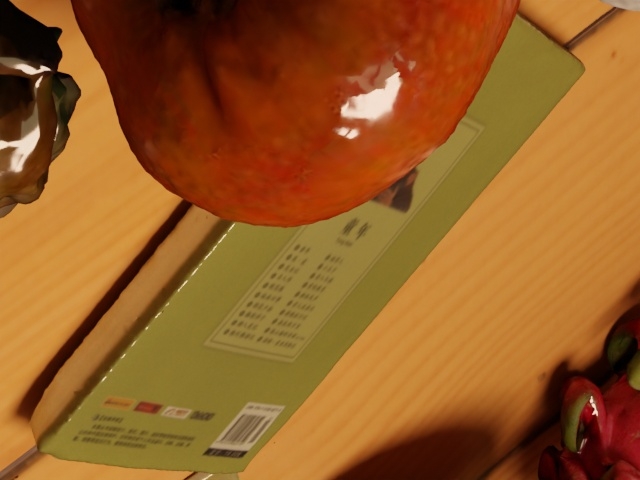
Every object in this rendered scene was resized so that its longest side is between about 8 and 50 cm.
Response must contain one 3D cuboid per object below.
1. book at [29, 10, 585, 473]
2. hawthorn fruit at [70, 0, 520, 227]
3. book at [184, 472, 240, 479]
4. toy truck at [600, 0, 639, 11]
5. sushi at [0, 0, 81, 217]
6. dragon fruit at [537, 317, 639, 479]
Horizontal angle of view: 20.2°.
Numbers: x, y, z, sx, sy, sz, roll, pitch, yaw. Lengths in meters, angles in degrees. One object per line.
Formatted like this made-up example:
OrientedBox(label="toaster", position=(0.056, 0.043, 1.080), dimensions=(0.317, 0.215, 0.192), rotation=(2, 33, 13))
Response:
OrientedBox(label="book", position=(0.000, 0.000, 1.060), dimensions=(0.352, 0.035, 0.239), rotation=(-51, 152, 11))
OrientedBox(label="hawthorn fruit", position=(0.008, -0.110, 0.775), dimensions=(0.225, 0.196, 0.196), rotation=(-12, 138, -57))
OrientedBox(label="book", position=(-0.116, 0.241, 1.247), dimensions=(0.168, 0.013, 0.192), rotation=(-35, 150, -17))
OrientedBox(label="toy truck", position=(0.028, -0.234, 0.441), dimensions=(0.207, 0.387, 0.173), rotation=(-47, 153, -10))
OrientedBox(label="sushi", position=(-0.201, -0.065, 0.534), dimensions=(0.238, 0.219, 0.225), rotation=(9, 118, -56))
OrientedBox(label="dragon fruit", position=(0.270, 0.173, 1.488), dimensions=(0.198, 0.272, 0.218), rotation=(-8, 176, 33))
